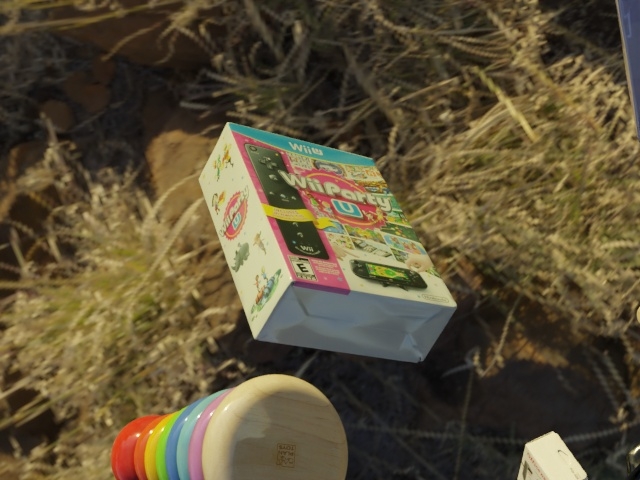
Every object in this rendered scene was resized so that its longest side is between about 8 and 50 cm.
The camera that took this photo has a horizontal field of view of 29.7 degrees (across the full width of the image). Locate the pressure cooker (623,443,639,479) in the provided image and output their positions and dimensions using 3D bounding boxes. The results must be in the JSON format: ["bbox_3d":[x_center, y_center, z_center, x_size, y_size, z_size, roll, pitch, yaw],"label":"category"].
[{"bbox_3d":[0.342,0.286,0.780,0.375,0.420,0.370,30,80,21],"label":"pressure cooker"}]

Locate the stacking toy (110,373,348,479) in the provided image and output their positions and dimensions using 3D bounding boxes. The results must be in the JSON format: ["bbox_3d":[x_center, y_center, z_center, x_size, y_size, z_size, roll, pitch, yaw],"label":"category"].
[{"bbox_3d":[-0.117,0.209,1.164,0.330,0.141,0.141,-16,98,56],"label":"stacking toy"}]

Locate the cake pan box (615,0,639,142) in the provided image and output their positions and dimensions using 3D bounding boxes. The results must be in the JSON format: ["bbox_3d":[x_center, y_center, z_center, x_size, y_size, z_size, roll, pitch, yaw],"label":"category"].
[{"bbox_3d":[0.314,-0.183,0.786,0.245,0.070,0.267,-5,139,16],"label":"cake pan box"}]

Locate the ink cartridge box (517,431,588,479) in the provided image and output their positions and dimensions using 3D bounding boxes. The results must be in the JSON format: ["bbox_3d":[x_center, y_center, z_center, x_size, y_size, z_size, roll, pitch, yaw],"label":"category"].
[{"bbox_3d":[0.360,0.381,1.890,0.135,0.056,0.099,90,154,-47],"label":"ink cartridge box"}]

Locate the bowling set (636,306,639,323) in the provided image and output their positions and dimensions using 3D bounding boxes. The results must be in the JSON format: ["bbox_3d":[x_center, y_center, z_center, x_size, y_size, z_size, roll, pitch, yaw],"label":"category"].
[{"bbox_3d":[0.576,0.220,1.765,0.287,0.154,0.200,-130,48,-59],"label":"bowling set"}]

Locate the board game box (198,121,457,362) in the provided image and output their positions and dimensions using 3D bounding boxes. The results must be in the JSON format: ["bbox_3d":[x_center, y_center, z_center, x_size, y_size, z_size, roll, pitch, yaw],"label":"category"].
[{"bbox_3d":[0.000,0.000,1.449,0.097,0.224,0.303,-61,34,28],"label":"board game box"}]
